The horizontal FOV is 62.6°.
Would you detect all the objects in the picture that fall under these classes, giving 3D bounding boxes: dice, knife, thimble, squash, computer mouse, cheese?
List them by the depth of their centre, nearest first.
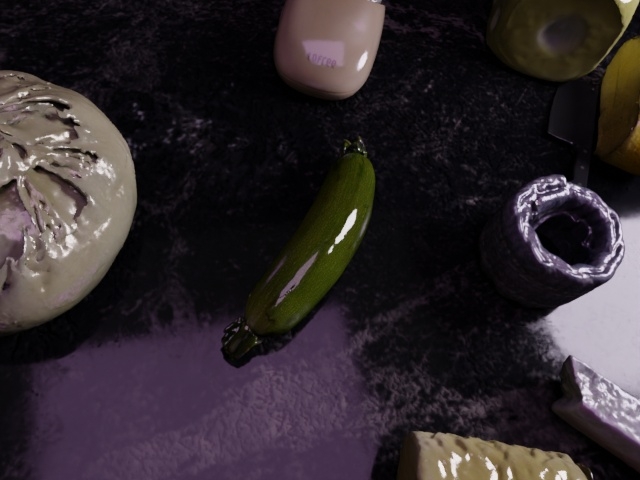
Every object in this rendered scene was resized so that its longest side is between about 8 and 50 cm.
[{"bbox_3d":[0.157,0.246,0.482,0.167,0.094,0.123,10,63,-6],"label":"cheese"},{"bbox_3d":[0.001,0.000,0.591,0.071,0.080,0.319,48,58,-29],"label":"squash"},{"bbox_3d":[0.271,0.004,0.630,0.149,0.098,0.150,5,63,-10],"label":"thimble"},{"bbox_3d":[0.016,-0.304,0.745,0.145,0.082,0.237,17,62,-2],"label":"computer mouse"},{"bbox_3d":[0.373,-0.162,0.786,0.072,0.019,0.245,22,57,2],"label":"knife"},{"bbox_3d":[0.362,-0.363,0.797,0.166,0.169,0.170,18,61,-2],"label":"dice"}]

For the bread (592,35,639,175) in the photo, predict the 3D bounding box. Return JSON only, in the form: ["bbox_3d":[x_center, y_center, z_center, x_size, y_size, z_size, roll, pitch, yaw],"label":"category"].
[{"bbox_3d":[0.480,-0.203,0.780,0.094,0.102,0.246,22,59,1],"label":"bread"}]

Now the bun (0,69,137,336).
[{"bbox_3d":[-0.323,-0.057,0.510,0.286,0.146,0.288,6,60,-10],"label":"bun"}]

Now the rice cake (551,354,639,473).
[{"bbox_3d":[0.395,0.252,0.542,0.364,0.073,0.056,36,65,7],"label":"rice cake"}]
